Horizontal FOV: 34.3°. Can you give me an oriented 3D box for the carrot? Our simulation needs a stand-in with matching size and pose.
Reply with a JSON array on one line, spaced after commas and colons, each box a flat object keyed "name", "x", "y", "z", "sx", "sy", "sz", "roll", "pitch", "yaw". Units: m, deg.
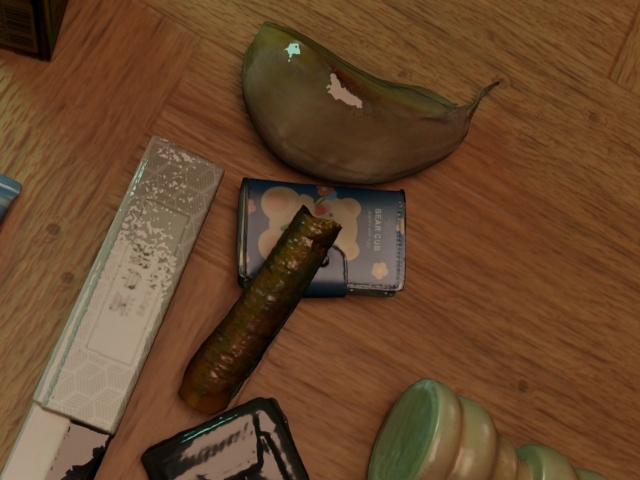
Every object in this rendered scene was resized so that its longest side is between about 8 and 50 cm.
[{"name": "carrot", "x": -0.068, "y": 0.077, "z": 1.151, "sx": 0.070, "sy": 0.070, "sz": 0.260, "roll": 34, "pitch": 95, "yaw": -4}]

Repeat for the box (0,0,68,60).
[{"name": "box", "x": -0.310, "y": -0.347, "z": 1.115, "sx": 0.084, "sy": 0.301, "sz": 0.192, "roll": 13, "pitch": 73, "yaw": -9}]

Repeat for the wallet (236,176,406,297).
[{"name": "wallet", "x": -0.001, "y": 0.000, "z": 1.233, "sx": 0.202, "sy": 0.059, "sz": 0.141, "roll": 4, "pitch": 75, "yaw": -12}]

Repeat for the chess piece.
[{"name": "chess piece", "x": 0.219, "y": 0.280, "z": 1.170, "sx": 0.300, "sy": 0.167, "sz": 0.167, "roll": 24, "pitch": 71, "yaw": -13}]

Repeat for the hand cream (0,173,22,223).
[{"name": "hand cream", "x": -0.414, "y": 0.029, "z": 1.131, "sx": 0.088, "sy": 0.055, "sz": 0.256, "roll": 23, "pitch": 65, "yaw": -12}]

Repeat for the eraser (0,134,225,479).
[{"name": "eraser", "x": -0.222, "y": 0.087, "z": 1.133, "sx": 0.096, "sy": 0.098, "sz": 0.403, "roll": 23, "pitch": 72, "yaw": -8}]

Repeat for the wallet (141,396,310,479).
[{"name": "wallet", "x": -0.076, "y": 0.310, "z": 1.143, "sx": 0.169, "sy": 0.052, "sz": 0.245, "roll": -23, "pitch": 85, "yaw": -15}]

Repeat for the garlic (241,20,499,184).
[{"name": "garlic", "x": 0.072, "y": -0.167, "z": 1.259, "sx": 0.339, "sy": 0.151, "sz": 0.196, "roll": 12, "pitch": 60, "yaw": -12}]
